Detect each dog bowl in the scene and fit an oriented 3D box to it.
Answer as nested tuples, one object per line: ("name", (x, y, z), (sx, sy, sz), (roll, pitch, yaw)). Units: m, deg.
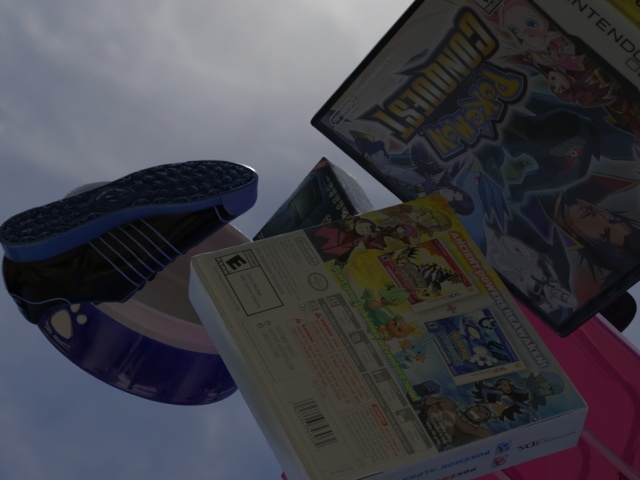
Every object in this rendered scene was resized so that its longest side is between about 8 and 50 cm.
("dog bowl", (-0.176, 0.054, 2.041), (0.104, 0.265, 0.265), (-62, -148, 26))

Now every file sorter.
("file sorter", (0.115, 0.191, 1.462), (0.290, 0.202, 0.182), (-46, -176, 24))

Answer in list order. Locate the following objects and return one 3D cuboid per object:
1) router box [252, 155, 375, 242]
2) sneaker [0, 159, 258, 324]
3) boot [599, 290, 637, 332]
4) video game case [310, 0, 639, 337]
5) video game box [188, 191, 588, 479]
("router box", (0.000, 0.000, 1.482), (0.092, 0.038, 0.122), (-50, -153, 12))
("sneaker", (-0.160, 0.001, 1.633), (0.232, 0.090, 0.081), (-16, -147, -15))
("boot", (0.190, 0.003, 1.719), (0.077, 0.198, 0.137), (-41, -136, 3))
("video game case", (0.152, -0.077, 1.303), (0.035, 0.248, 0.275), (-53, -176, -40))
("video game box", (0.039, 0.070, 1.216), (0.187, 0.048, 0.205), (-16, -130, -19))
